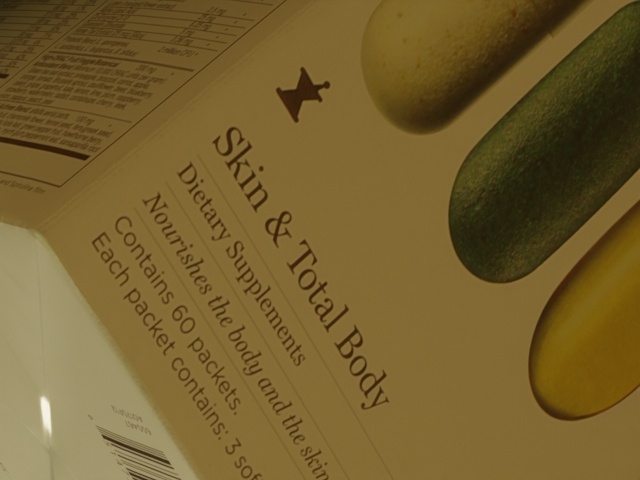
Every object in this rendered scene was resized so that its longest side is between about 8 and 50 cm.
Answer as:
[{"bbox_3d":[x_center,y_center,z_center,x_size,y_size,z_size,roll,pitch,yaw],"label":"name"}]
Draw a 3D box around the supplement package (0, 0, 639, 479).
[{"bbox_3d":[0.007,-0.018,0.616,0.198,0.262,0.199,11,137,53],"label":"supplement package"}]
